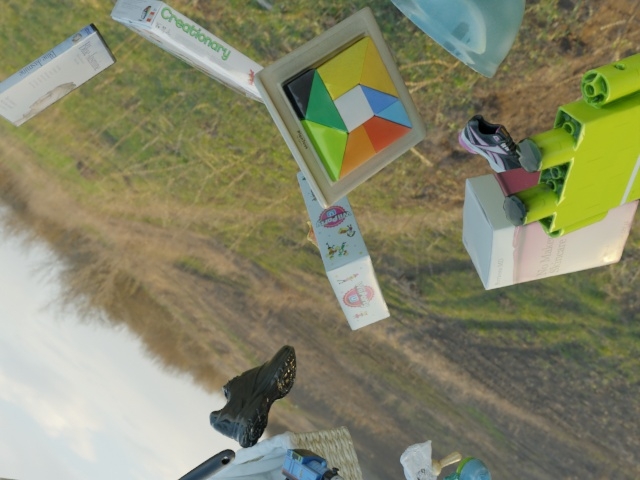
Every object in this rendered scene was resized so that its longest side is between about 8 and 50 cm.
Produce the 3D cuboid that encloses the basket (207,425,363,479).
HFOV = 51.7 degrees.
[{"bbox_3d":[-0.069,0.646,1.565,0.266,0.328,0.331,12,-127,-51],"label":"basket"}]

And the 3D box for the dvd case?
[{"bbox_3d":[-0.531,-0.323,1.313,0.022,0.253,0.180,53,173,0],"label":"dvd case"}]

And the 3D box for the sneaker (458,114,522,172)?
[{"bbox_3d":[0.373,-0.197,1.375,0.178,0.072,0.077,30,146,11],"label":"sneaker"}]

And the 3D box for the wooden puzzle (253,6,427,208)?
[{"bbox_3d":[0.043,-0.198,0.976,0.044,0.238,0.221,7,131,59],"label":"wooden puzzle"}]

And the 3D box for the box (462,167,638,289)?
[{"bbox_3d":[0.360,-0.031,1.068,0.149,0.232,0.127,81,176,-46],"label":"box"}]

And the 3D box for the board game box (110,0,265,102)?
[{"bbox_3d":[-0.211,-0.343,1.216,0.305,0.053,0.193,24,-175,-42],"label":"board game box"}]

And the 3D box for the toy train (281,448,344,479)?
[{"bbox_3d":[-0.013,0.484,1.307,0.080,0.105,0.184,16,174,-32],"label":"toy train"}]

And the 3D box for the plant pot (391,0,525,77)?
[{"bbox_3d":[0.313,-0.513,1.390,0.293,0.196,0.293,31,-154,-17],"label":"plant pot"}]

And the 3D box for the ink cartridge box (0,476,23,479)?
[{"bbox_3d":[-0.725,0.545,1.214,0.307,0.223,0.129,19,167,-27],"label":"ink cartridge box"}]

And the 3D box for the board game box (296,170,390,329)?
[{"bbox_3d":[0.048,0.007,1.455,0.224,0.097,0.303,67,-177,-47],"label":"board game box"}]

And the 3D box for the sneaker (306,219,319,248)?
[{"bbox_3d":[0.000,0.000,1.881,0.064,0.067,0.175,58,-169,-37],"label":"sneaker"}]

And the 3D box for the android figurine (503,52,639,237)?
[{"bbox_3d":[0.354,-0.110,0.822,0.056,0.272,0.248,52,156,41],"label":"android figurine"}]

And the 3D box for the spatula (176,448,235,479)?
[{"bbox_3d":[-0.268,0.439,1.103,0.084,0.296,0.030,57,172,-22],"label":"spatula"}]

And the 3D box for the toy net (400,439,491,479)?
[{"bbox_3d":[0.211,0.421,1.156,0.232,0.122,0.045,29,165,-27],"label":"toy net"}]

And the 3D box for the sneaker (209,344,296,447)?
[{"bbox_3d":[-0.150,0.336,1.521,0.130,0.286,0.109,13,127,23],"label":"sneaker"}]
